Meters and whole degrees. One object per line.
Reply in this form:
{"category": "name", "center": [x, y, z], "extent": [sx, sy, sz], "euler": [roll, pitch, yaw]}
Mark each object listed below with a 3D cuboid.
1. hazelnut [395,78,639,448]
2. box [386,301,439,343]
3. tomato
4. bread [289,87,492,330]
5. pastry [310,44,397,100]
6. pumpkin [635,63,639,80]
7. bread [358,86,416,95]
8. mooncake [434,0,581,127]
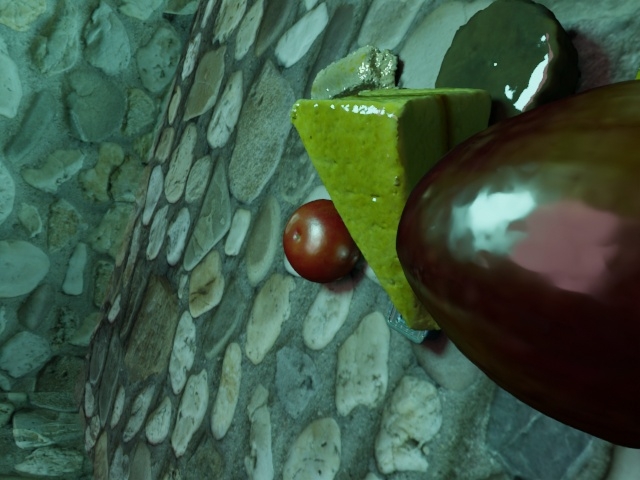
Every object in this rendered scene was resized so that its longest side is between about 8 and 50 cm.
{"category": "hazelnut", "center": [0.283, 0.010, 0.484], "extent": [0.421, 0.421, 0.352], "euler": [43, 129, 48]}
{"category": "box", "center": [0.176, 0.140, 0.866], "extent": [0.099, 0.054, 0.074], "euler": [27, 99, 51]}
{"category": "tomato", "center": [0.000, 0.000, 1.057], "extent": [0.195, 0.136, 0.194], "euler": [-18, 65, 46]}
{"category": "bread", "center": [0.121, -0.053, 0.763], "extent": [0.245, 0.233, 0.361], "euler": [15, 118, 45]}
{"category": "pastry", "center": [0.071, -0.377, 1.128], "extent": [0.259, 0.089, 0.121], "euler": [3, 94, 54]}
{"category": "pumpkin", "center": [0.490, -0.181, 0.531], "extent": [0.218, 0.110, 0.217], "euler": [15, 111, 45]}
{"category": "bread", "center": [0.152, -0.229, 0.936], "extent": [0.160, 0.140, 0.169], "euler": [-3, 80, 60]}
{"category": "mooncake", "center": [0.304, -0.263, 0.780], "extent": [0.228, 0.124, 0.227], "euler": [-10, 77, 49]}
